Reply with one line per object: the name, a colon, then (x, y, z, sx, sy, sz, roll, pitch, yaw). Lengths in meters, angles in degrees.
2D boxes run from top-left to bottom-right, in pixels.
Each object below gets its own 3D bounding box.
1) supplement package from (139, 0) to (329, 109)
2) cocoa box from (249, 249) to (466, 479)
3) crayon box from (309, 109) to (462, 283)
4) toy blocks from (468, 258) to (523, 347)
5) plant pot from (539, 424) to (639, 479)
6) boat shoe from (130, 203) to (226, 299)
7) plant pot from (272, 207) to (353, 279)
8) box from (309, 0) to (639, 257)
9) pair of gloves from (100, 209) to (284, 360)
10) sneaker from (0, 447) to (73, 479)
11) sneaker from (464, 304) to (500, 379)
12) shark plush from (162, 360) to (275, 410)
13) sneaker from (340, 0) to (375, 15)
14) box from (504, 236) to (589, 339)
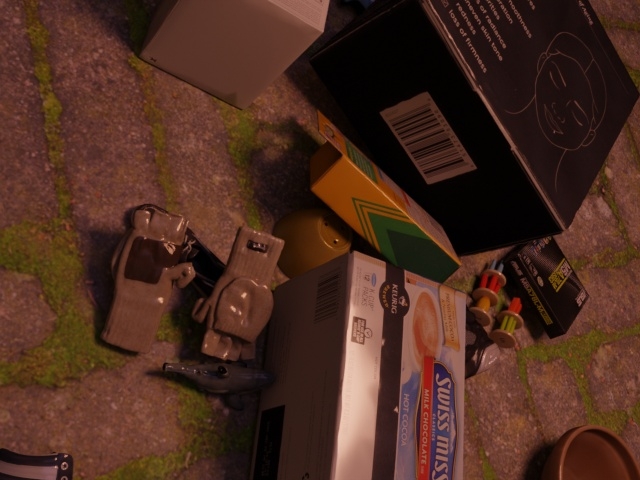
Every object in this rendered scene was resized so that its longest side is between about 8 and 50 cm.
supplement package: (-0.135, -0.364, 1.230, 0.204, 0.262, 0.145, 24, 60, -25)
cocoa box: (0.059, 0.231, 1.143, 0.227, 0.231, 0.347, 20, 62, -28)
crayon box: (0.086, -0.069, 1.312, 0.323, 0.083, 0.203, 42, 14, -14)
toy blocks: (0.353, 0.118, 1.505, 0.123, 0.054, 0.148, 41, 53, -14)
plant pot: (0.484, 0.467, 1.419, 0.237, 0.109, 0.238, 14, 63, -29)
boat shoe: (-0.195, 0.014, 1.162, 0.206, 0.065, 0.075, 46, 53, -11)
plant pot: (0.000, 0.000, 1.283, 0.134, 0.095, 0.134, 13, 65, -30)
box: (0.315, -0.306, 1.462, 0.480, 0.297, 0.472, 54, 52, -16)
pair of gloves: (-0.184, 0.067, 1.113, 0.240, 0.042, 0.204, 11, 90, -18)
sneaker: (-0.298, 0.357, 0.933, 0.282, 0.099, 0.153, 33, 58, -16)
sneaker: (0.200, 0.191, 1.345, 0.268, 0.101, 0.153, -22, 84, -44)
shark plush: (-0.149, 0.188, 1.122, 0.161, 0.067, 0.073, 28, 58, -23)
sneaker: (0.104, -0.480, 1.583, 0.162, 0.063, 0.073, 17, 81, -25)
box: (0.468, 0.081, 1.582, 0.184, 0.045, 0.190, 57, 38, 1)
